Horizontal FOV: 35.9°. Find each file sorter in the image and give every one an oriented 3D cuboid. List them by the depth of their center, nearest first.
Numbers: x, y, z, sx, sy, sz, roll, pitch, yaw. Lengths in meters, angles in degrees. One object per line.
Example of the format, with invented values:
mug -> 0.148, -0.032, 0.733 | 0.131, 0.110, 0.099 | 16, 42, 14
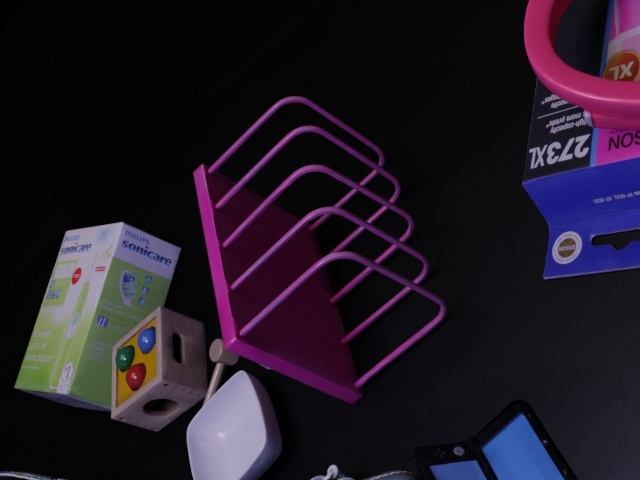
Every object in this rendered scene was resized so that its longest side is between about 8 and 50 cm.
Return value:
file sorter -> 0.000, 0.000, 1.161 | 0.182, 0.202, 0.290 | -41, 41, 24

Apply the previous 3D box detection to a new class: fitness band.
fitness band -> 0.332, -0.199, 0.894 | 0.291, 0.054, 0.209 | 5, 68, 27

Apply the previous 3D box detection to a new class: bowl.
bowl -> -0.104, 0.256, 1.257 | 0.142, 0.053, 0.142 | -48, 37, 21

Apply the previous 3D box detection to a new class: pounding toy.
pounding toy -> -0.211, 0.187, 1.401 | 0.206, 0.094, 0.181 | -39, 42, 32

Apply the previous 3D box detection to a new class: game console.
game console -> 0.161, 0.218, 0.932 | 0.122, 0.107, 0.071 | -117, 32, -49

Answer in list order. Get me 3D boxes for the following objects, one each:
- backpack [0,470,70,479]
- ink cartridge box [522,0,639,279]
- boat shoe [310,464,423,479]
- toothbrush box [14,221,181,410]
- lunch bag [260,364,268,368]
backpack -> -0.362, 0.438, 1.336 | 0.254, 0.191, 0.225 | -1, 65, 21
ink cartridge box -> 0.301, -0.151, 0.990 | 0.176, 0.069, 0.370 | -11, 63, 48
boat shoe -> -0.008, 0.293, 1.061 | 0.319, 0.116, 0.099 | -38, 46, 40
toothbrush box -> -0.365, 0.127, 1.613 | 0.206, 0.122, 0.283 | -5, 64, 50
lunch bag -> -0.077, 0.118, 1.311 | 0.071, 0.053, 0.083 | 25, 80, 53
